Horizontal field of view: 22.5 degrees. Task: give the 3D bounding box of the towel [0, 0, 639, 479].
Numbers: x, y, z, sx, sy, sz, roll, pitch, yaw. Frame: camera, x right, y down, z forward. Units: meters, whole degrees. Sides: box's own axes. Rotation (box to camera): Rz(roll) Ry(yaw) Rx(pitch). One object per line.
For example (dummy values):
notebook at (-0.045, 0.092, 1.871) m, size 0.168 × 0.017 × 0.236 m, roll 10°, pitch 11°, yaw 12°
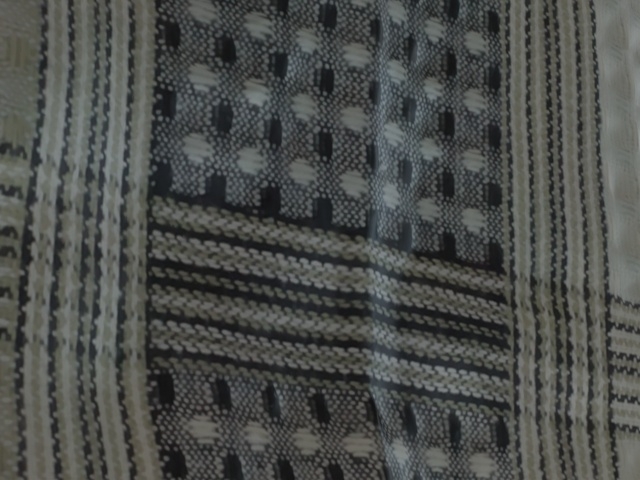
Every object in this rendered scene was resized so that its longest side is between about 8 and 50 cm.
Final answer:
towel at (0.000, 0.000, 0.405) m, size 0.056 × 0.324 × 0.312 m, roll -14°, pitch 158°, yaw 40°
